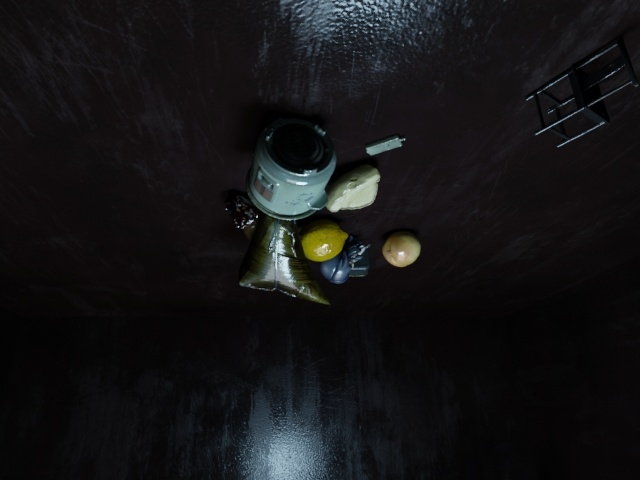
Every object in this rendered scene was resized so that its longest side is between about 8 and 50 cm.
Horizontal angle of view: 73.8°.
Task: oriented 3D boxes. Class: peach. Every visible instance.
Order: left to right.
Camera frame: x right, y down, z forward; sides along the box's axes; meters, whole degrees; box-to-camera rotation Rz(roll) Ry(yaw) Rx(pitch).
[{"bbox_3d":[0.390,0.040,2.073,0.184,0.184,0.184,-2,156,-1],"label":"peach"}]

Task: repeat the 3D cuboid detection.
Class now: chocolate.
[{"bbox_3d":[-0.317,-0.137,1.697,0.156,0.156,0.133,-22,119,37],"label":"chocolate"}]

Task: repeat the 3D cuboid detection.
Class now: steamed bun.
[{"bbox_3d":[0.107,-0.196,1.580,0.213,0.110,0.231,-21,156,-14],"label":"steamed bun"}]

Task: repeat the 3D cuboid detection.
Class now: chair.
[{"bbox_3d":[0.722,-0.391,1.157,0.141,0.154,0.260,13,155,-32],"label":"chair"}]

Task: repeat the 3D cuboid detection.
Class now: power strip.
[{"bbox_3d":[0.218,-0.321,1.424,0.136,0.019,0.051,-14,152,25],"label":"power strip"}]

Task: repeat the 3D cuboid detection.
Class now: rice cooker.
[{"bbox_3d":[-0.097,-0.217,1.345,0.317,0.264,0.316,29,147,21],"label":"rice cooker"}]

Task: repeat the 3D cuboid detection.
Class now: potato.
[{"bbox_3d":[-0.290,-0.055,1.902,0.107,0.080,0.170,9,146,-1],"label":"potato"}]

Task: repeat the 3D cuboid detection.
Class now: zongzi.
[{"bbox_3d":[-0.092,0.063,1.804,0.432,0.208,0.403,20,114,-5],"label":"zongzi"}]

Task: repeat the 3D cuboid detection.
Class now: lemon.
[{"bbox_3d":[0.000,0.000,1.911,0.257,0.188,0.188,-16,154,10],"label":"lemon"}]

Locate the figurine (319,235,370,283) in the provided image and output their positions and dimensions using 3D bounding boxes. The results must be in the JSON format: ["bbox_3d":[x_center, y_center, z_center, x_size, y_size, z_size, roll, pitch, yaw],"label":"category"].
[{"bbox_3d":[0.110,0.084,2.086,0.197,0.265,0.175,21,145,13],"label":"figurine"}]

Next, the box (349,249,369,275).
[{"bbox_3d":[0.154,0.106,2.232,0.201,0.144,0.090,2,153,-7],"label":"box"}]

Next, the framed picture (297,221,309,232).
[{"bbox_3d":[-0.123,-0.055,2.005,0.183,0.011,0.142,9,154,-25],"label":"framed picture"}]
